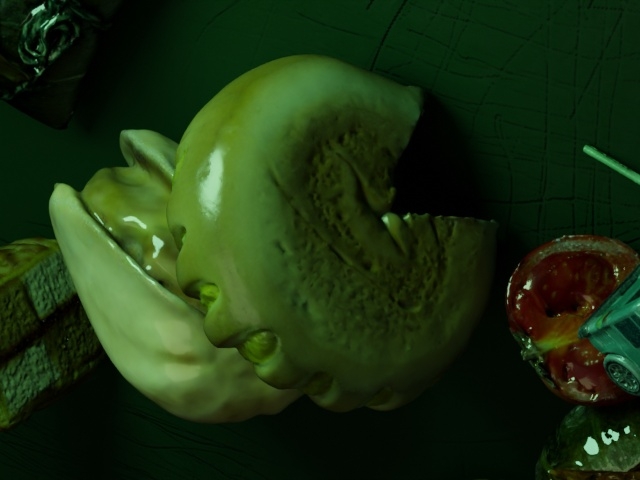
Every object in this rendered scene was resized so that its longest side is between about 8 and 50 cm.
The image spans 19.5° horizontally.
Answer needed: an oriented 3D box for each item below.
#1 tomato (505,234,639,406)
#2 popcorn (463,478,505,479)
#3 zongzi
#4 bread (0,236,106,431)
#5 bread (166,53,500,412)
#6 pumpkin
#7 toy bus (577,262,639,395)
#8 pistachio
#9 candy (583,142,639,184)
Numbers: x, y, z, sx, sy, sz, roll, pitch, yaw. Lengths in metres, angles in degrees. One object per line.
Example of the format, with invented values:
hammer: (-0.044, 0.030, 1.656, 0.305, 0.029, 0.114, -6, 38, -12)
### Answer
tomato: (0.241, 0.077, 1.672, 0.159, 0.139, 0.091, 57, 177, 16)
popcorn: (0.152, 0.322, 1.861, 0.180, 0.180, 0.170, 20, 161, 23)
zongzi: (-0.357, -0.328, 1.803, 0.383, 0.362, 0.319, 17, 137, -25)
bread: (-0.334, 0.105, 2.017, 0.096, 0.222, 0.181, -5, 111, 35)
bread: (0.000, 0.000, 1.678, 0.160, 0.333, 0.333, -15, 109, 55)
pumpkin: (0.311, 0.240, 1.696, 0.238, 0.159, 0.238, 5, 100, 28)
toy bus: (0.357, 0.118, 1.551, 0.256, 0.128, 0.147, 46, 160, 0)
pistachio: (-0.127, 0.036, 1.834, 0.321, 0.229, 0.238, 49, 166, 10)
candy: (0.310, -0.031, 1.608, 0.202, 0.061, 0.061, 33, 132, 24)
